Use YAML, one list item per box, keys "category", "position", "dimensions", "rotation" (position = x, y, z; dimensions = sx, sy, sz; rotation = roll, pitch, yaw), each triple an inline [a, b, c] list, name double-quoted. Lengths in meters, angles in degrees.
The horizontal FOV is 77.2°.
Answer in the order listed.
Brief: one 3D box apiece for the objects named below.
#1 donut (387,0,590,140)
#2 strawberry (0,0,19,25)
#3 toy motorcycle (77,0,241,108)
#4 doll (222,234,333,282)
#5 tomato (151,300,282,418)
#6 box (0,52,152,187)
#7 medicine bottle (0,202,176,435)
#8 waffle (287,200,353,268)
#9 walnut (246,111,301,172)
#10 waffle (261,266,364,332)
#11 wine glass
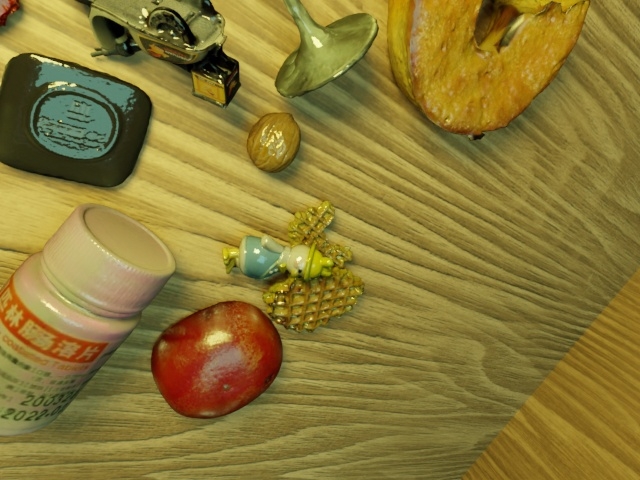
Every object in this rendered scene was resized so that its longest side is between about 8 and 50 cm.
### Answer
- category: "donut"
  position: [0.293, -0.424, 0.800]
  dimensions: [0.435, 0.163, 0.377]
  rotation: [30, 103, -37]
- category: "strawberry"
  position: [-0.491, -0.337, 0.545]
  dimensions: [0.152, 0.048, 0.104]
  rotation: [-28, 122, -12]
- category: "toy motorcycle"
  position: [-0.249, -0.306, 0.579]
  dimensions: [0.263, 0.157, 0.091]
  rotation: [23, 65, 2]
- category: "doll"
  position: [-0.092, 0.042, 0.887]
  dimensions: [0.241, 0.098, 0.135]
  rotation: [7, 113, 0]
- category: "tomato"
  position: [-0.240, 0.318, 0.983]
  dimensions: [0.338, 0.143, 0.338]
  rotation: [-12, 120, -21]
- category: "box"
  position: [-0.410, -0.190, 0.670]
  dimensions: [0.213, 0.042, 0.201]
  rotation: [14, 109, -31]
- category: "medicine bottle"
  position: [-0.460, 0.138, 0.725]
  dimensions: [0.388, 0.219, 0.219]
  rotation: [-47, 126, 6]
- category: "waffle"
  position: [-0.001, -0.001, 0.966]
  dimensions: [0.149, 0.051, 0.194]
  rotation: [-18, 123, -11]
- category: "walnut"
  position: [-0.089, -0.194, 0.788]
  dimensions: [0.105, 0.105, 0.124]
  rotation: [33, 97, -35]
- category: "waffle"
  position: [-0.011, 0.148, 1.022]
  dimensions: [0.238, 0.058, 0.243]
  rotation: [-40, 133, 15]
- category: "wine glass"
  position: [-0.092, -0.426, 0.563]
  dimensions: [0.267, 0.267, 0.406]
  rotation: [-42, 129, 2]
